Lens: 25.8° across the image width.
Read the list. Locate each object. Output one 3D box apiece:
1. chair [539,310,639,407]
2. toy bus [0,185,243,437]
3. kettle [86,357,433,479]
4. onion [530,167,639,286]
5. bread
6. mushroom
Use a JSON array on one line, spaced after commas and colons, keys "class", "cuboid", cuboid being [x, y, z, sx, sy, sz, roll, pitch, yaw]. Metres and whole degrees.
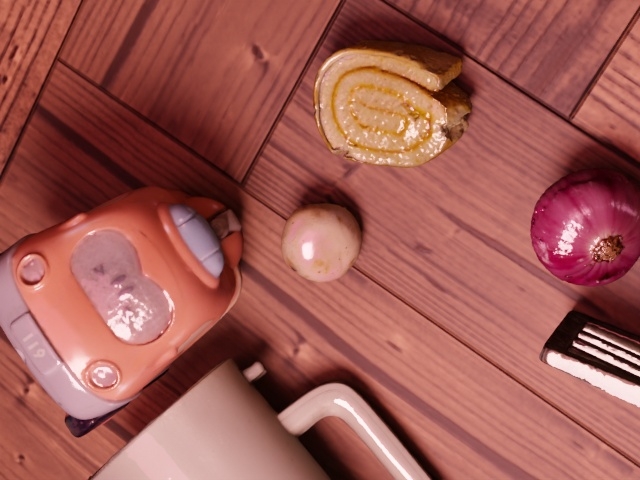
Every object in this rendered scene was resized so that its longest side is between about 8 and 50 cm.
[{"class": "chair", "cuboid": [0.325, 0.189, 1.286, 0.270, 0.136, 0.147, 18, 108, 15]}, {"class": "toy bus", "cuboid": [-0.185, 0.047, 1.388, 0.232, 0.288, 0.194, -31, 91, 11]}, {"class": "kettle", "cuboid": [-0.049, 0.287, 1.455, 0.318, 0.265, 0.205, 49, 147, 5]}, {"class": "onion", "cuboid": [0.247, -0.014, 1.295, 0.104, 0.115, 0.115, 53, 127, 53]}, {"class": "bread", "cuboid": [0.070, -0.132, 1.348, 0.156, 0.064, 0.117, 12, 112, 18]}, {"class": "mushroom", "cuboid": [0.000, 0.000, 1.408, 0.083, 0.067, 0.083, -8, 121, -14]}]
